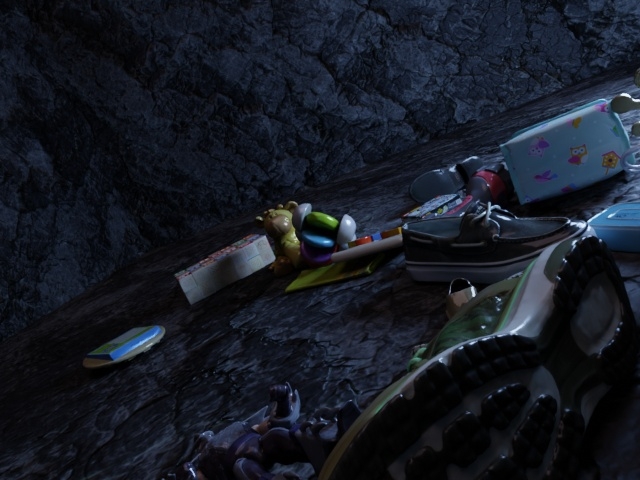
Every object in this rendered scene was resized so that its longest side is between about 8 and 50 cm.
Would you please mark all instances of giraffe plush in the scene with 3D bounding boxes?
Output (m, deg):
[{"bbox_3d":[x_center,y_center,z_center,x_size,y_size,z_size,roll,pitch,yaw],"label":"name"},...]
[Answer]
[{"bbox_3d":[-0.095,-0.015,1.453,0.181,0.171,0.210,-28,13,-20],"label":"giraffe plush"}]

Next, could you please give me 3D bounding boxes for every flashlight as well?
[{"bbox_3d":[0.304,-0.067,1.099,0.304,0.103,0.103,-32,-12,-32],"label":"flashlight"}]

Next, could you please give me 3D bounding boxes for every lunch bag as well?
[{"bbox_3d":[0.516,-0.185,1.075,0.223,0.160,0.262,-21,1,30],"label":"lunch bag"}]

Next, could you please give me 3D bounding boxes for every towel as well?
[{"bbox_3d":[0.030,0.074,1.193,0.237,0.021,0.102,-16,13,33],"label":"towel"}]

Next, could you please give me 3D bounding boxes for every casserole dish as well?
[{"bbox_3d":[0.468,-0.024,0.743,0.114,0.037,0.188,-27,11,-18],"label":"casserole dish"}]

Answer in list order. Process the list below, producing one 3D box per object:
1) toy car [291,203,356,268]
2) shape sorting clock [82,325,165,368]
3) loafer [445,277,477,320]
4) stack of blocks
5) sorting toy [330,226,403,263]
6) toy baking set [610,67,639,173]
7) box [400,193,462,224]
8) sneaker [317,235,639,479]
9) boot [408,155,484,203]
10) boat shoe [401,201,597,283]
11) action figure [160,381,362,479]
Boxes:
[{"bbox_3d":[0.000,0.000,1.286,0.182,0.159,0.136,81,-151,-69],"label":"toy car"},{"bbox_3d":[-0.491,0.269,1.293,0.206,0.040,0.206,-20,9,3],"label":"shape sorting clock"},{"bbox_3d":[0.197,0.095,0.706,0.056,0.050,0.148,-22,12,9],"label":"loafer"},{"bbox_3d":[-0.308,0.085,1.631,0.297,0.087,0.171,-28,12,-18],"label":"stack of blocks"},{"bbox_3d":[0.145,-0.005,1.200,0.193,0.038,0.208,-16,3,31],"label":"sorting toy"},{"bbox_3d":[0.548,-0.176,0.757,0.196,0.256,0.030,-8,36,34],"label":"toy baking set"},{"bbox_3d":[0.291,-0.081,1.350,0.137,0.027,0.094,-29,12,-21],"label":"box"},{"bbox_3d":[0.139,0.141,0.479,0.410,0.158,0.182,-26,-2,-36],"label":"sneaker"},{"bbox_3d":[0.348,-0.174,1.554,0.263,0.091,0.229,-22,6,-13],"label":"boot"},{"bbox_3d":[0.262,-0.003,0.840,0.335,0.119,0.121,-12,17,45],"label":"boat shoe"},{"bbox_3d":[-0.065,0.226,0.537,0.285,0.099,0.185,-16,21,49],"label":"action figure"}]
